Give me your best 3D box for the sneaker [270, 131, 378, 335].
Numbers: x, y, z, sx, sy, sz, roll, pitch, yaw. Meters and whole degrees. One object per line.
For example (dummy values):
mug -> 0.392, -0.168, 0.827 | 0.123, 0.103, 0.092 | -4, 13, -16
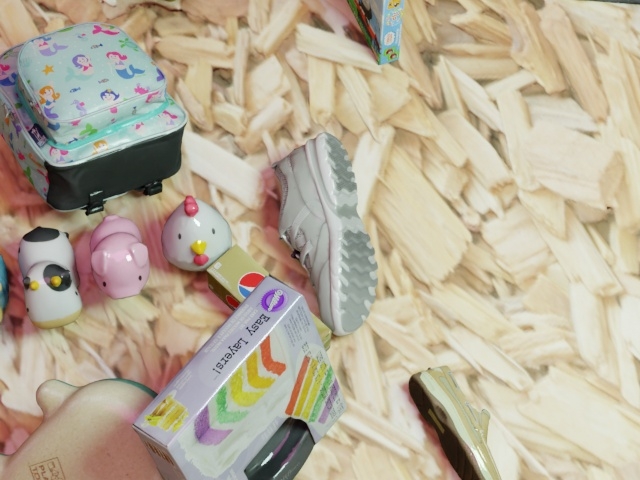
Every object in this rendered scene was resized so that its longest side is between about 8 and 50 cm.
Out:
sneaker -> 0.000, 0.000, 1.785 | 0.115, 0.105, 0.281 | -20, 66, 27

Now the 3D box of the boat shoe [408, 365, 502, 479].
boat shoe -> 0.188, 0.238, 1.673 | 0.072, 0.068, 0.190 | -20, 65, -23

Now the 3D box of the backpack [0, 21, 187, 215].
backpack -> -0.329, -0.187, 1.802 | 0.225, 0.191, 0.253 | -22, 50, -26

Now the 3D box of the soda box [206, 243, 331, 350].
soda box -> -0.068, 0.091, 1.740 | 0.181, 0.061, 0.058 | 41, 70, 17

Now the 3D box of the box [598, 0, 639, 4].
box -> 0.487, -0.438, 2.012 | 0.233, 0.044, 0.159 | 5, 64, 2

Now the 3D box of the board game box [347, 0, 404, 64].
board game box -> 0.073, -0.375, 1.884 | 0.039, 0.211, 0.160 | -19, 66, -10

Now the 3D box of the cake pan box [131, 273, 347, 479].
cake pan box -> -0.087, 0.212, 1.575 | 0.070, 0.267, 0.246 | 29, 63, 33

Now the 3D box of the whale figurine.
whale figurine -> -0.296, 0.272, 1.625 | 0.272, 0.141, 0.216 | -21, 90, 14

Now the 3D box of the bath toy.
bath toy -> -0.286, 0.023, 1.734 | 0.348, 0.129, 0.151 | -15, 65, -9
